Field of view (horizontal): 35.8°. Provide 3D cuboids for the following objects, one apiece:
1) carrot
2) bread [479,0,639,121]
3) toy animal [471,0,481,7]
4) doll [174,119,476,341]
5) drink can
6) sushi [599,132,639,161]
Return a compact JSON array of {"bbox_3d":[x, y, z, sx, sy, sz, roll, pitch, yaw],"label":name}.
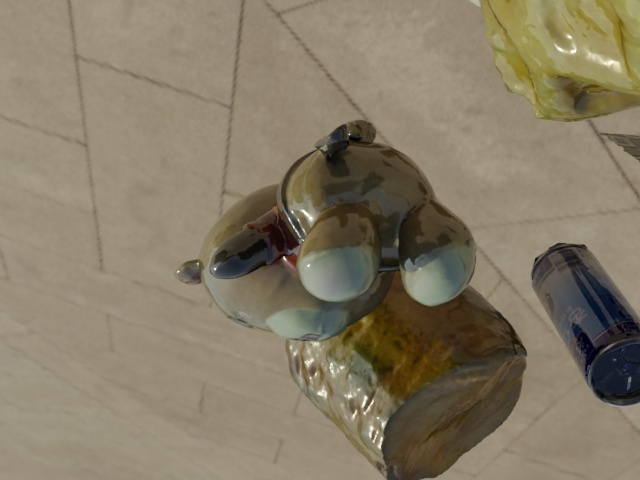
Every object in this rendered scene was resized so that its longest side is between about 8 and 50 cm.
[{"bbox_3d":[0.088,0.126,1.198,0.341,0.241,0.241,44,175,46],"label":"carrot"},{"bbox_3d":[0.194,-0.189,0.535,0.252,0.196,0.238,-142,34,-76],"label":"bread"},{"bbox_3d":[0.299,-0.446,1.570,0.166,0.179,0.138,43,159,-32],"label":"toy animal"},{"bbox_3d":[0.000,0.000,0.921,0.235,0.174,0.330,-3,166,-24],"label":"doll"},{"bbox_3d":[0.333,0.095,1.209,0.097,0.235,0.097,-3,117,-6],"label":"drink can"},{"bbox_3d":[0.474,-0.094,1.301,0.201,0.139,0.031,1,121,-24],"label":"sushi"}]
